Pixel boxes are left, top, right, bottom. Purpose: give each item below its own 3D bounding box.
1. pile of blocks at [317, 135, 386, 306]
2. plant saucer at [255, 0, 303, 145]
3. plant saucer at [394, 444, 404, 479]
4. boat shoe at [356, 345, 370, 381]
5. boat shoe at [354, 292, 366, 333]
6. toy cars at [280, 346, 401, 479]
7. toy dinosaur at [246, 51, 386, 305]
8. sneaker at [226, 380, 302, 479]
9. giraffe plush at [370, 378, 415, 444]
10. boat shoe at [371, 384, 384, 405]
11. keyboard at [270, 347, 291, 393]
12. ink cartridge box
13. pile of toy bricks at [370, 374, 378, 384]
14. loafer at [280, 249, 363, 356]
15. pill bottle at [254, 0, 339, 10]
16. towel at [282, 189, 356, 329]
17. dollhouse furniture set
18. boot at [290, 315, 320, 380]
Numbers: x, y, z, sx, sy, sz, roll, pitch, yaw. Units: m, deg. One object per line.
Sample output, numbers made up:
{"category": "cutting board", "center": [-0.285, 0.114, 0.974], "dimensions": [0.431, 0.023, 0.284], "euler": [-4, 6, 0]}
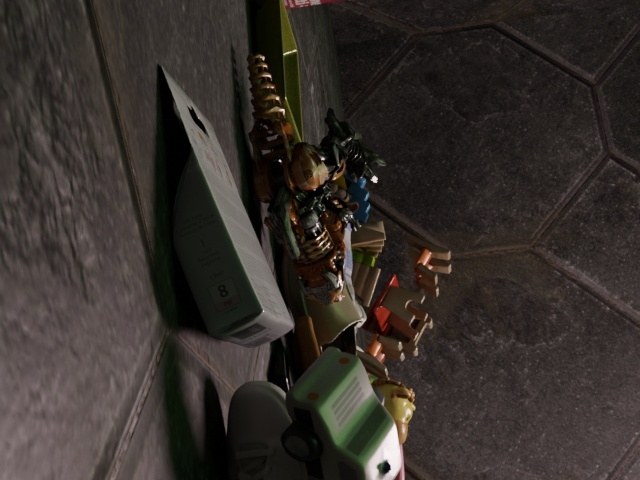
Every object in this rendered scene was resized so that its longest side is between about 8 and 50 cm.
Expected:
{"category": "pile of blocks", "center": [0.060, -0.038, 1.975], "dimensions": [0.112, 0.149, 0.362], "euler": [34, 49, -83]}
{"category": "plant saucer", "center": [-0.065, -0.260, 1.454], "dimensions": [0.188, 0.045, 0.188], "euler": [68, 17, -70]}
{"category": "plant saucer", "center": [0.105, 0.502, 1.872], "dimensions": [0.332, 0.084, 0.332], "euler": [-179, -90, -86]}
{"category": "boat shoe", "center": [0.071, 0.316, 1.992], "dimensions": [0.068, 0.081, 0.227], "euler": [-97, 179, -48]}
{"category": "boat shoe", "center": [0.014, 0.128, 1.732], "dimensions": [0.099, 0.116, 0.319], "euler": [-54, -173, 6]}
{"category": "toy cars", "center": [0.014, 0.294, 0.805], "dimensions": [0.176, 0.087, 0.393], "euler": [26, 74, -58]}
{"category": "toy dinosaur", "center": [-0.019, -0.084, 1.235], "dimensions": [0.218, 0.164, 0.321], "euler": [-45, 139, -64]}
{"category": "sneaker", "center": [-0.053, 0.233, 0.831], "dimensions": [0.094, 0.080, 0.212], "euler": [11, 73, -72]}
{"category": "giraffe plush", "center": [0.092, 0.324, 1.719], "dimensions": [0.181, 0.171, 0.210], "euler": [-54, 137, -82]}
{"category": "boat shoe", "center": [0.033, 0.283, 1.489], "dimensions": [0.306, 0.113, 0.104], "euler": [-173, -98, -79]}
{"category": "keyboard", "center": [-0.041, 0.241, 1.214], "dimensions": [0.108, 0.023, 0.180], "euler": [-101, -179, -67]}
{"category": "ink cartridge box", "center": [-0.101, -0.019, 0.856], "dimensions": [0.232, 0.066, 0.189], "euler": [63, 2, 11]}
{"category": "pile of toy bricks", "center": [0.099, 0.322, 2.162], "dimensions": [0.212, 0.105, 0.118], "euler": [70, 14, -67]}
{"category": "loafer", "center": [0.012, 0.104, 1.392], "dimensions": [0.102, 0.092, 0.268], "euler": [-27, 117, -42]}
{"category": "pill bottle", "center": [0.002, -0.430, 1.456], "dimensions": [0.121, 0.221, 0.121], "euler": [-7, 90, -85]}
{"category": "towel", "center": [0.000, 0.000, 1.559], "dimensions": [0.209, 0.034, 0.285], "euler": [54, 23, -34]}
{"category": "dollhouse furniture set", "center": [0.138, 0.140, 1.836], "dimensions": [0.262, 0.135, 0.259], "euler": [-60, 162, -15]}
{"category": "boot", "center": [0.016, 0.227, 1.199], "dimensions": [0.264, 0.096, 0.280], "euler": [81, -1, -64]}
